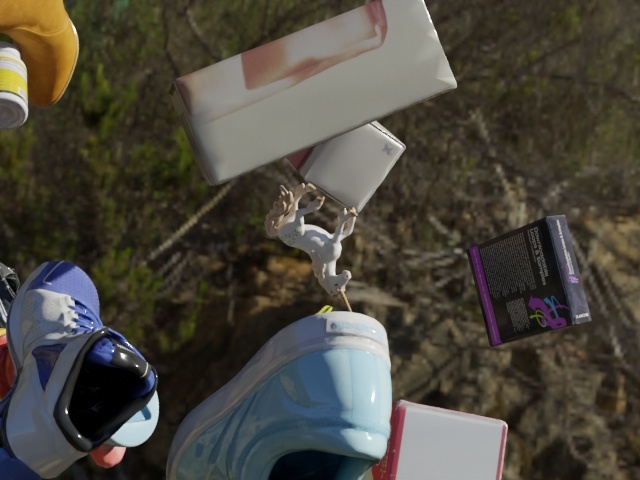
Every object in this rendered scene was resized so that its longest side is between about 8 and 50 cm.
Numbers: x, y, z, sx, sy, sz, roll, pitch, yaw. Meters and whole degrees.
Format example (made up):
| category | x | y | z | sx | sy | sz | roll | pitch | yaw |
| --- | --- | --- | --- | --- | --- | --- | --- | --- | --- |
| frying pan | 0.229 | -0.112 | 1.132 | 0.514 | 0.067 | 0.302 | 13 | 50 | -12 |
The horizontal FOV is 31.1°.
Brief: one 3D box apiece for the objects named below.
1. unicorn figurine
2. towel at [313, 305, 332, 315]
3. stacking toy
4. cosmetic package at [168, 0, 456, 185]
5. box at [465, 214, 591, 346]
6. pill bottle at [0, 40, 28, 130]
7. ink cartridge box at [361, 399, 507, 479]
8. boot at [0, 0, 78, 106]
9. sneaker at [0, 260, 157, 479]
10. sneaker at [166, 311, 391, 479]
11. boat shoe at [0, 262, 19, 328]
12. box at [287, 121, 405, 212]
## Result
| category | x | y | z | sx | sy | sz | roll | pitch | yaw |
| --- | --- | --- | --- | --- | --- | --- | --- | --- | --- |
| unicorn figurine | 0.000 | 0.000 | 1.467 | 0.162 | 0.111 | 0.060 | 31 | 12 | -4 |
| towel | -0.045 | 0.204 | 1.614 | 0.021 | 0.237 | 0.102 | 24 | 13 | 7 |
| stacking toy | -0.367 | 0.282 | 1.685 | 0.130 | 0.279 | 0.309 | -15 | -30 | 36 |
| cosmetic package | -0.015 | -0.176 | 1.327 | 0.296 | 0.129 | 0.153 | -22 | 6 | -9 |
| box | 0.222 | 0.047 | 1.242 | 0.029 | 0.116 | 0.162 | -9 | -9 | -25 |
| pill bottle | -0.420 | -0.207 | 1.519 | 0.065 | 0.116 | 0.065 | -8 | -38 | -6 |
| ink cartridge box | 0.118 | 0.384 | 1.650 | 0.160 | 0.279 | 0.385 | 10 | -11 | -9 |
| boot | -0.410 | -0.296 | 1.530 | 0.104 | 0.295 | 0.211 | 20 | 26 | 13 |
| sneaker | -0.259 | 0.139 | 1.273 | 0.182 | 0.315 | 0.127 | -28 | -56 | 21 |
| sneaker | -0.052 | 0.214 | 1.027 | 0.135 | 0.150 | 0.366 | 13 | -41 | -18 |
| boat shoe | -0.412 | 0.058 | 1.497 | 0.040 | 0.142 | 0.049 | -28 | -43 | -5 |
| box | 0.029 | -0.172 | 2.063 | 0.127 | 0.148 | 0.232 | 32 | 9 | -24 |
